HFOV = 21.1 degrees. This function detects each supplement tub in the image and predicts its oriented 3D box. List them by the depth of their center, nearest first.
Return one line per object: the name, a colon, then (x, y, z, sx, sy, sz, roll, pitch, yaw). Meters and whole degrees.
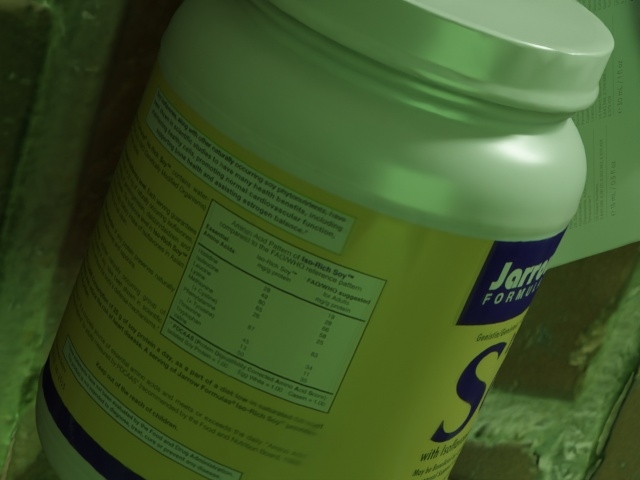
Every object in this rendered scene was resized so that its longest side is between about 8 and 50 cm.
supplement tub: (0.000, 0.000, 0.946, 0.241, 0.241, 0.331, 10, 115, -30)

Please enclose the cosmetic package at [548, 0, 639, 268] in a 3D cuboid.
cosmetic package: (0.072, -0.138, 1.102, 0.284, 0.097, 0.377, -18, 125, -17)
